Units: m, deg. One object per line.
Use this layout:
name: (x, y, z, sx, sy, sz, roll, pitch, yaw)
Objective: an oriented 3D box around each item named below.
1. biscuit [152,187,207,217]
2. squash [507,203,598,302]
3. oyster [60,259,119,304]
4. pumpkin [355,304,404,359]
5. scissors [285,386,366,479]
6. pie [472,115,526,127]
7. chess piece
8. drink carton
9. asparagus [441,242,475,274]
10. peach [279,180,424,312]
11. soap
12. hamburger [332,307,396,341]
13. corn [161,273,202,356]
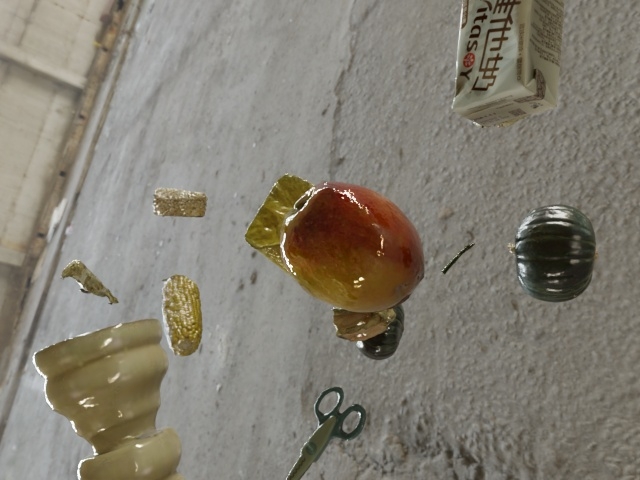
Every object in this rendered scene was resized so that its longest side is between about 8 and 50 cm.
biscuit: (-0.440, -0.117, 1.651, 0.070, 0.169, 0.082, -107, 26, -44)
squash: (0.508, 0.030, 1.149, 0.173, 0.218, 0.218, -9, 56, 10)
oyster: (-0.594, 0.117, 1.391, 0.200, 0.106, 0.061, 108, -174, -70)
pumpkin: (0.201, 0.309, 1.910, 0.250, 0.216, 0.249, -177, 90, -81)
scissors: (-0.009, 0.500, 1.283, 0.138, 0.041, 0.289, 34, 84, 28)
pie: (0.561, -0.419, 1.536, 0.274, 0.055, 0.274, -31, 26, 17)
chess piece: (-0.258, 0.269, 0.701, 0.167, 0.167, 0.299, -27, 78, 49)
drink carton: (0.409, -0.437, 1.153, 0.194, 0.132, 0.324, -6, 74, 56)
asparagus: (0.351, 0.044, 1.345, 0.114, 0.015, 0.014, -45, -5, -4)
peach: (0.083, 0.023, 1.288, 0.373, 0.373, 0.289, -25, 29, 50)
soap: (0.001, -0.001, 1.646, 0.115, 0.427, 0.306, -23, 39, 64)
hamburger: (0.159, 0.242, 1.717, 0.208, 0.155, 0.135, -27, 59, 34)
corn: (-0.321, 0.169, 1.221, 0.260, 0.091, 0.091, -119, 33, -59)
